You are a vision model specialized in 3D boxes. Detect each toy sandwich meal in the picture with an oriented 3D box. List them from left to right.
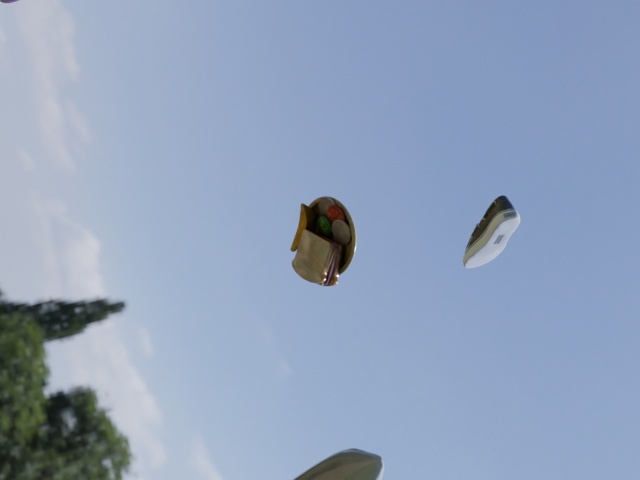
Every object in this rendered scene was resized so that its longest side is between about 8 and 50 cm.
[{"bbox_3d":[0.000,0.000,1.126,0.086,0.029,0.085,7,-80,47],"label":"toy sandwich meal"}]

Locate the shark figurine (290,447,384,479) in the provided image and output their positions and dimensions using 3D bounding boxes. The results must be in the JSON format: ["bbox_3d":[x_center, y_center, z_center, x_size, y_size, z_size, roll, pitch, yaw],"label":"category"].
[{"bbox_3d":[-0.065,0.245,0.730,0.166,0.116,0.278,-6,-119,68],"label":"shark figurine"}]

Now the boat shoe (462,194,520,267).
[{"bbox_3d":[0.232,-0.010,1.645,0.142,0.049,0.040,121,-42,-53],"label":"boat shoe"}]

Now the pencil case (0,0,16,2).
[{"bbox_3d":[-0.217,-0.266,0.811,0.088,0.086,0.206,-104,179,-66],"label":"pencil case"}]
